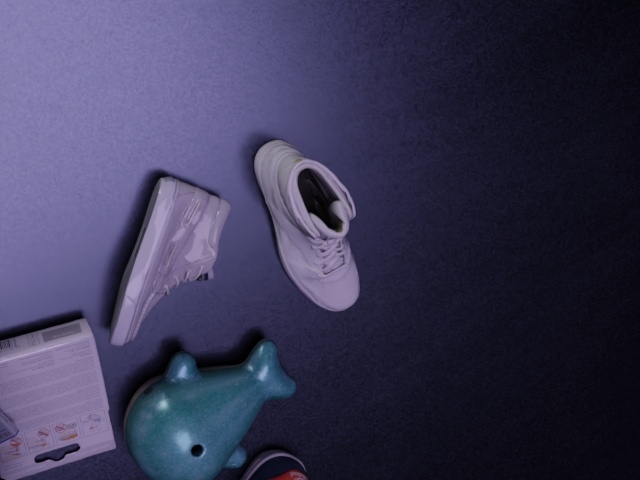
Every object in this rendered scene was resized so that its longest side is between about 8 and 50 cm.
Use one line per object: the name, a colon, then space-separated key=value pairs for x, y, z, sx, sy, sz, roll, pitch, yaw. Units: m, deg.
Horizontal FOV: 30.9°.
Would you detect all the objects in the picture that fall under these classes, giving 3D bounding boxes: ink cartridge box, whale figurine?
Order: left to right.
ink cartridge box: x=-0.407 y=0.235 z=1.702 sx=0.181 sy=0.056 sz=0.225 roll=-15 pitch=127 yaw=-16
whale figurine: x=-0.159 y=0.262 z=1.737 sx=0.272 sy=0.141 sz=0.216 roll=-29 pitch=111 yaw=-11

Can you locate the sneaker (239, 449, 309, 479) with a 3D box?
sneaker: x=-0.117 y=0.505 z=1.811 sx=0.131 sy=0.148 sz=0.350 roll=22 pitch=96 yaw=-23

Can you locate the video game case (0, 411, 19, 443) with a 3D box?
video game case: x=-0.523 y=0.237 z=1.635 sx=0.119 sy=0.015 sz=0.166 roll=-26 pitch=116 yaw=24

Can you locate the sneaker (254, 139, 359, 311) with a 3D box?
sneaker: x=0.000 y=0.000 z=1.713 sx=0.108 sy=0.169 sz=0.293 roll=-31 pitch=113 yaw=-12

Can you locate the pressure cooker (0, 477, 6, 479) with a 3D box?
pressure cooker: x=-0.575 y=0.328 z=1.464 sx=0.420 sy=0.370 sz=0.376 roll=13 pitch=126 yaw=-12

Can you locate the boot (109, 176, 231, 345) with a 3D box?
boot: x=-0.215 y=0.045 z=1.684 sx=0.123 sy=0.095 sz=0.258 roll=19 pitch=96 yaw=-16
